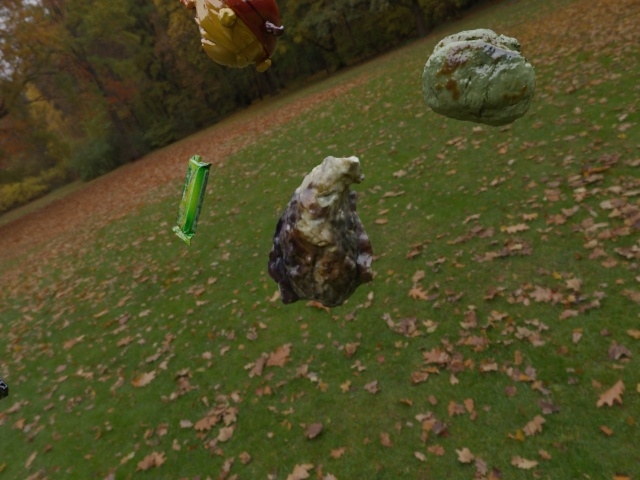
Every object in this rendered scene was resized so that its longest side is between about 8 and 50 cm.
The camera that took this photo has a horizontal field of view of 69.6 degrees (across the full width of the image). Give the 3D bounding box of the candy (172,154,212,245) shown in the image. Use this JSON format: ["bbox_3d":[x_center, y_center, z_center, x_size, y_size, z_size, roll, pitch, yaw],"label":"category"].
[{"bbox_3d":[-0.270,-0.087,0.966,0.032,0.178,0.102,10,14,-33],"label":"candy"}]

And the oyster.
[{"bbox_3d":[-0.001,0.004,0.872,0.275,0.271,0.100,-27,18,11],"label":"oyster"}]

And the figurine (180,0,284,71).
[{"bbox_3d":[-0.205,-0.546,1.090,0.196,0.323,0.320,-29,-26,14],"label":"figurine"}]

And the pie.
[{"bbox_3d":[0.348,-0.359,1.024,0.248,0.201,0.090,17,31,21],"label":"pie"}]

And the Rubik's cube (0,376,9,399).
[{"bbox_3d":[-0.595,0.155,0.573,0.248,0.250,0.246,-5,24,48],"label":"Rubik's cube"}]
